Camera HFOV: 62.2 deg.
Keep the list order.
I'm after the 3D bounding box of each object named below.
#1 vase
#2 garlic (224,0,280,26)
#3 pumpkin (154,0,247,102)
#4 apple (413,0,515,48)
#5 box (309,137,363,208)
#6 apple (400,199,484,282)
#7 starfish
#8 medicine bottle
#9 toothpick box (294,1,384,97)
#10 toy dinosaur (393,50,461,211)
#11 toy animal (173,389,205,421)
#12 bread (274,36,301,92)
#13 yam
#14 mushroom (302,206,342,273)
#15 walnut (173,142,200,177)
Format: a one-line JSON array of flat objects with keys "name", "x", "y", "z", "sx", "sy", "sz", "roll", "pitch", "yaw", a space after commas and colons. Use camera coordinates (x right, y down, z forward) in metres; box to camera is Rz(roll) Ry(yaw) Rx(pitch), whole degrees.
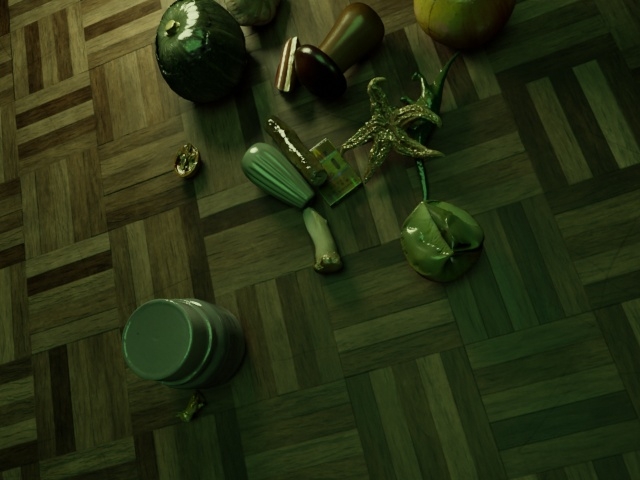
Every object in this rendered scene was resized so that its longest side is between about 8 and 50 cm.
[{"name": "vase", "x": -0.122, "y": -0.187, "z": 1.609, "sx": 0.248, "sy": 0.128, "sz": 0.128, "roll": 40, "pitch": 88, "yaw": 12}, {"name": "garlic", "x": -0.263, "y": -0.814, "z": 1.800, "sx": 0.212, "sy": 0.218, "sz": 0.218, "roll": -3, "pitch": 72, "yaw": 45}, {"name": "pumpkin", "x": -0.394, "y": -0.625, "z": 1.732, "sx": 0.291, "sy": 0.257, "sz": 0.328, "roll": -37, "pitch": 58, "yaw": 21}, {"name": "apple", "x": 0.414, "y": -0.693, "z": 1.537, "sx": 0.286, "sy": 0.233, "sz": 0.286, "roll": -5, "pitch": 73, "yaw": 18}, {"name": "box", "x": 0.027, "y": -0.207, "z": 1.619, "sx": 0.121, "sy": 0.030, "sz": 0.193, "roll": -37, "pitch": 70, "yaw": 3}, {"name": "apple", "x": 0.320, "y": 0.003, "z": 1.407, "sx": 0.207, "sy": 0.174, "sz": 0.188, "roll": -35, "pitch": 50, "yaw": 6}, {"name": "starfish", "x": 0.193, "y": -0.296, "z": 1.521, "sx": 0.302, "sy": 0.060, "sz": 0.299, "roll": -41, "pitch": 83, "yaw": 32}, {"name": "medicine bottle", "x": -0.365, "y": 0.279, "z": 1.445, "sx": 0.245, "sy": 0.306, "sz": 0.245, "roll": -4, "pitch": 74, "yaw": 14}, {"name": "toothpick box", "x": 0.057, "y": -0.578, "z": 1.634, "sx": 0.192, "sy": 0.192, "sz": 0.294, "roll": 39, "pitch": 82, "yaw": 21}, {"name": "toy dinosaur", "x": 0.332, "y": -0.330, "z": 1.539, "sx": 0.447, "sy": 0.087, "sz": 0.301, "roll": -48, "pitch": 68, "yaw": 6}, {"name": "toy animal", "x": -0.377, "y": 0.480, "z": 1.528, "sx": 0.083, "sy": 0.060, "sz": 0.081, "roll": -43, "pitch": 44, "yaw": 4}, {"name": "bread", "x": -0.104, "y": -0.546, "z": 1.712, "sx": 0.067, "sy": 0.119, "sz": 0.192, "roll": 13, "pitch": 79, "yaw": -12}, {"name": "yam", "x": -0.080, "y": -0.280, "z": 1.621, "sx": 0.317, "sy": 0.071, "sz": 0.067, "roll": 51, "pitch": 127, "yaw": 33}, {"name": "mushroom", "x": 0.000, "y": 0.000, "z": 1.551, "sx": 0.084, "sy": 0.071, "sz": 0.209, "roll": -34, "pitch": 63, "yaw": 36}, {"name": "walnut", "x": -0.432, "y": -0.255, "z": 1.746, "sx": 0.091, "sy": 0.052, "sz": 0.121, "roll": 4, "pitch": 74, "yaw": 18}]
